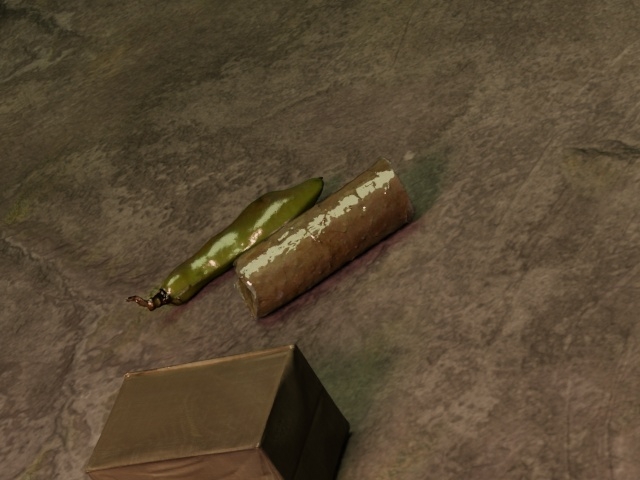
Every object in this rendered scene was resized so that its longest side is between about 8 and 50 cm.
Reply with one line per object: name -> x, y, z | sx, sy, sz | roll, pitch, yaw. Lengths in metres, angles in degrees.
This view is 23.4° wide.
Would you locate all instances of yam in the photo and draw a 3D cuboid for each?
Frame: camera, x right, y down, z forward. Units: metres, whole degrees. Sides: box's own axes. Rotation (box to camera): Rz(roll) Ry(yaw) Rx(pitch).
yam -> 0.000, 0.000, 2.019 | 0.259, 0.093, 0.093 | -34, 31, -6

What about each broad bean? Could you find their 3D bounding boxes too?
broad bean -> -0.122, 0.010, 2.147 | 0.325, 0.067, 0.075 | -38, 2, -8

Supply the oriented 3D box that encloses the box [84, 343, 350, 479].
box -> -0.111, 0.233, 1.727 | 0.231, 0.155, 0.149 | -11, 39, 28
